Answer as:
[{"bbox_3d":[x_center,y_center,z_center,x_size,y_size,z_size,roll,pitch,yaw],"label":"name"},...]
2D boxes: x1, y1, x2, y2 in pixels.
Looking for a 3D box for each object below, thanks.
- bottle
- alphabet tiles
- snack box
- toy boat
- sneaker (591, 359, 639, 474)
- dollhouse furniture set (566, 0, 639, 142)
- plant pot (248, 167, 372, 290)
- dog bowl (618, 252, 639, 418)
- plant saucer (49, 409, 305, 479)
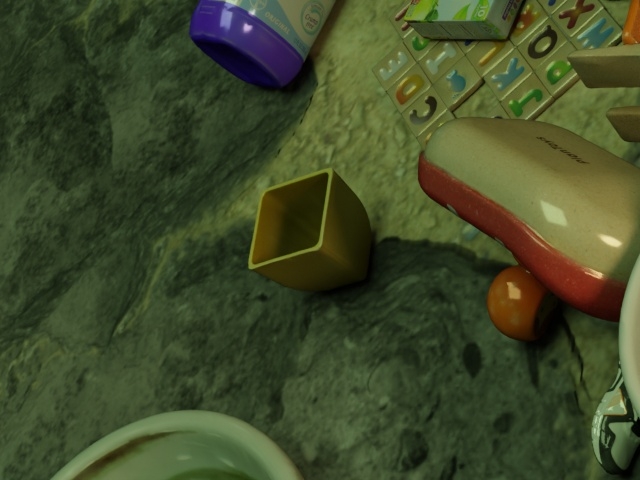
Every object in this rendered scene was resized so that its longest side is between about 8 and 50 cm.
[{"bbox_3d":[-0.020,-0.291,1.769,0.092,0.118,0.283,12,70,49],"label":"bottle"},{"bbox_3d":[0.144,-0.176,1.608,0.198,0.009,0.237,-43,41,13],"label":"alphabet tiles"},{"bbox_3d":[0.145,-0.246,1.621,0.100,0.037,0.141,7,67,45],"label":"snack box"},{"bbox_3d":[0.168,0.006,1.372,0.231,0.151,0.151,37,121,52],"label":"toy boat"},{"bbox_3d":[0.225,0.115,1.286,0.044,0.040,0.109,5,66,44],"label":"sneaker"},{"bbox_3d":[0.239,-0.238,1.363,0.135,0.259,0.262,2,62,35],"label":"dollhouse furniture set"},{"bbox_3d":[0.000,0.000,1.559,0.081,0.083,0.081,-17,51,37],"label":"plant pot"},{"bbox_3d":[0.331,0.053,1.176,0.265,0.104,0.265,-25,47,30],"label":"dog bowl"},{"bbox_3d":[-0.132,0.332,1.430,0.400,0.100,0.400,-25,47,31],"label":"plant saucer"}]
